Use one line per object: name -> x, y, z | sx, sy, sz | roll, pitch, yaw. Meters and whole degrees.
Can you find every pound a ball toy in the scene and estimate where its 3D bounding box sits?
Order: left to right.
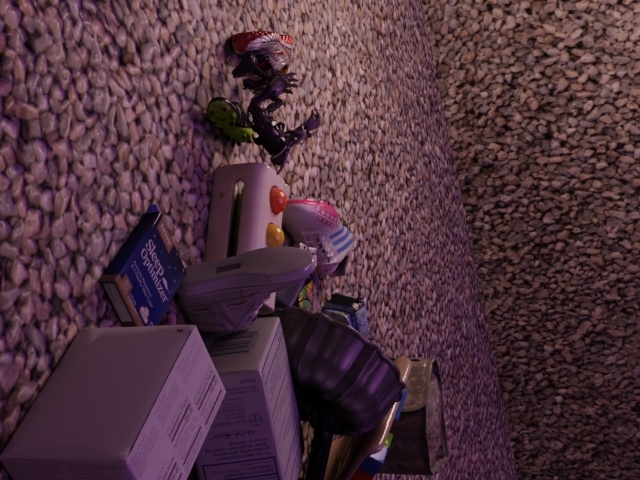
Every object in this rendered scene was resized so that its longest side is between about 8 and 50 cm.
pound a ball toy -> -0.117, -0.011, 2.020 | 0.208, 0.135, 0.319 | 44, 47, -59

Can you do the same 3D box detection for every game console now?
game console -> -0.028, 0.494, 2.011 | 0.213, 0.043, 0.361 | -108, -153, -66

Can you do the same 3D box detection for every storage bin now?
storage bin -> -0.084, 0.109, 2.083 | 0.098, 0.135, 0.091 | 35, 56, -15

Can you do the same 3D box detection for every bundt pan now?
bundt pan -> -0.002, 0.282, 2.045 | 0.124, 0.330, 0.331 | -59, 142, -28

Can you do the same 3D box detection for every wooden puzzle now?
wooden puzzle -> 0.092, 0.464, 2.243 | 0.348, 0.080, 0.322 | -57, -177, 36

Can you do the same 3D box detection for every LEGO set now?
LEGO set -> -0.040, 0.121, 2.198 | 0.093, 0.087, 0.227 | 2, 86, -47

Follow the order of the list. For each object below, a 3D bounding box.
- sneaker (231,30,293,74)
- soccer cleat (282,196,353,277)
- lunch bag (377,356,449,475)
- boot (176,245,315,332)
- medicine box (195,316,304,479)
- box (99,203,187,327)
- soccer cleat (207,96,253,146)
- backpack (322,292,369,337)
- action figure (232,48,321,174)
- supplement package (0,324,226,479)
sneaker -> -0.115, -0.396, 2.162 | 0.225, 0.088, 0.093 | -11, 101, -66
soccer cleat -> 0.000, 0.000, 2.332 | 0.331, 0.116, 0.143 | 33, 56, -64
lunch bag -> 0.184, 0.431, 2.548 | 0.169, 0.235, 0.287 | -15, 100, -65
boot -> -0.126, 0.093, 1.829 | 0.095, 0.258, 0.123 | -83, 162, -55
medicine box -> -0.132, 0.321, 1.823 | 0.263, 0.149, 0.289 | -72, 154, -74
box -> -0.288, 0.049, 1.719 | 0.225, 0.036, 0.136 | -68, 146, -50
soccer cleat -> -0.181, -0.251, 2.022 | 0.179, 0.060, 0.072 | 50, 31, -65
backpack -> 0.059, 0.199, 2.468 | 0.084, 0.105, 0.114 | -36, 123, -39
action figure -> -0.082, -0.262, 2.015 | 0.164, 0.140, 0.276 | 60, 7, -54
supplement package -> -0.288, 0.261, 1.452 | 0.262, 0.204, 0.145 | -67, 146, -49
